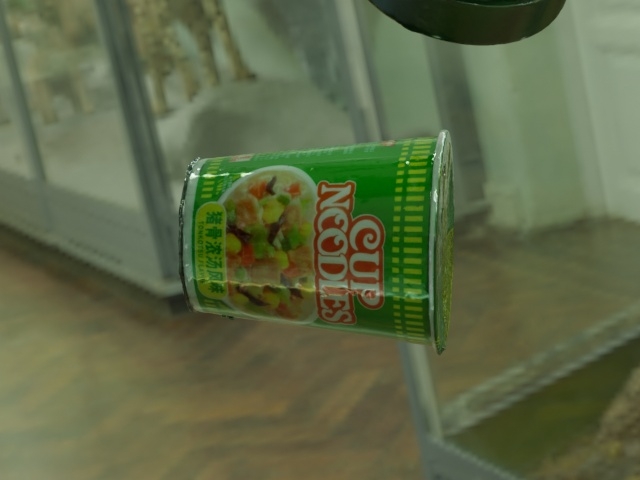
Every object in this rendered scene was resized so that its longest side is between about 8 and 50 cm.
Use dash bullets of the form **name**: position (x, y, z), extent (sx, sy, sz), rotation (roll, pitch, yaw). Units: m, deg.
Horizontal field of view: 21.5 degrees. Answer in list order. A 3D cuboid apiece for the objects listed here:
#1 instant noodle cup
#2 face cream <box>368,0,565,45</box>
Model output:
- **instant noodle cup**: position (0.000, 0.000, 1.528), extent (0.233, 0.207, 0.207), rotation (1, 15, 9)
- **face cream**: position (0.153, -0.354, 1.371), extent (0.220, 0.357, 0.312), rotation (11, 49, -3)
